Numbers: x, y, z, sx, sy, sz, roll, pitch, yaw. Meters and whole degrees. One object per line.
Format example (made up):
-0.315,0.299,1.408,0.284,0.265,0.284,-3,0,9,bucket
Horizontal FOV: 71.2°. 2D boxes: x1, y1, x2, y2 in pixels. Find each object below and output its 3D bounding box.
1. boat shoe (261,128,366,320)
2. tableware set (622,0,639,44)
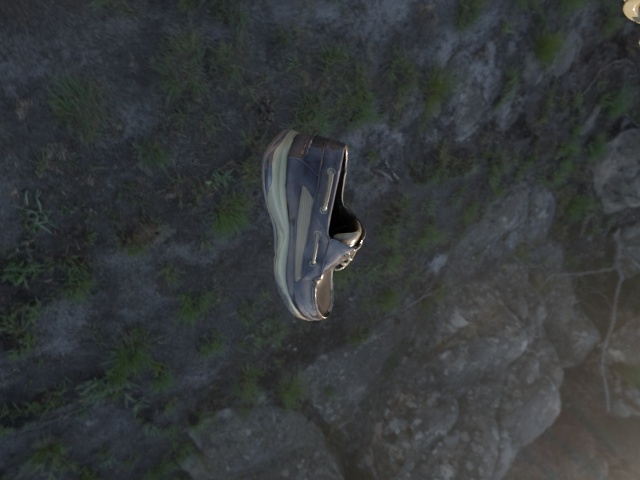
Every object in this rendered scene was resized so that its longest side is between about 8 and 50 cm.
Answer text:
0.000,0.000,0.711,0.132,0.130,0.355,-66,155,-47,boat shoe
0.378,-0.236,0.426,0.128,0.194,0.039,18,99,-17,tableware set
